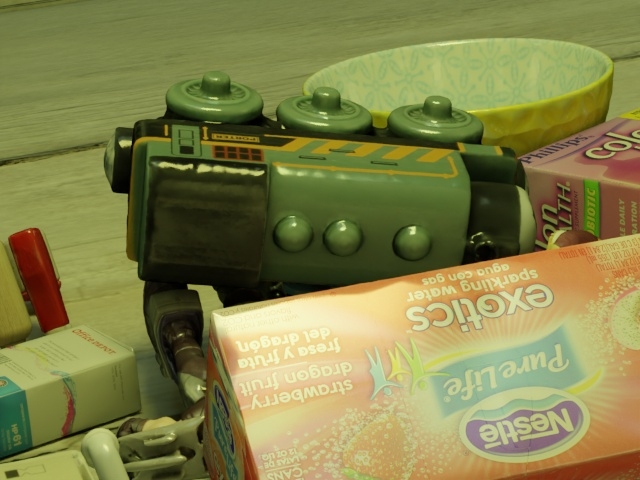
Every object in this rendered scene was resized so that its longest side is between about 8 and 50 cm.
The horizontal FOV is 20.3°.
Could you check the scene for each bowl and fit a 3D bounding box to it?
[{"bbox_3d":[0.132,-0.083,1.668,0.289,0.156,0.289,-5,18,2],"label":"bowl"}]

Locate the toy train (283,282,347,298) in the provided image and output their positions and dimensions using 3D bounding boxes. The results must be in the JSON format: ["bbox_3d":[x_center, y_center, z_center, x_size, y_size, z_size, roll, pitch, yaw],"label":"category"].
[{"bbox_3d":[0.041,0.068,1.369,0.105,0.080,0.184,-8,17,-26],"label":"toy train"}]

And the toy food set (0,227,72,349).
[{"bbox_3d":[-0.275,0.055,1.523,0.111,0.104,0.232,-19,0,1],"label":"toy food set"}]

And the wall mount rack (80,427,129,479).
[{"bbox_3d":[-0.181,0.204,0.902,0.350,0.130,0.304,-21,-17,-11],"label":"wall mount rack"}]

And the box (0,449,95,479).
[{"bbox_3d":[-0.140,0.222,0.699,0.148,0.232,0.127,-11,22,-15],"label":"box"}]

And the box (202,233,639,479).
[{"bbox_3d":[0.093,0.110,1.026,0.300,0.154,0.142,-9,54,-13],"label":"box"}]

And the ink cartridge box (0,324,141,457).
[{"bbox_3d":[-0.209,0.112,1.347,0.122,0.052,0.088,-18,22,-30],"label":"ink cartridge box"}]

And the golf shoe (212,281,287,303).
[{"bbox_3d":[0.000,0.000,1.535,0.198,0.077,0.094,-23,2,2],"label":"golf shoe"}]

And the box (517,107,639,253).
[{"bbox_3d":[0.315,-0.022,1.493,0.213,0.117,0.243,-22,24,-41],"label":"box"}]

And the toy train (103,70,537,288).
[{"bbox_3d":[0.001,-0.032,1.353,0.334,0.142,0.190,5,23,-7],"label":"toy train"}]

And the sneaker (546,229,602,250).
[{"bbox_3d":[0.224,0.041,1.288,0.084,0.070,0.185,6,-14,34],"label":"sneaker"}]

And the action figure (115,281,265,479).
[{"bbox_3d":[-0.059,0.112,1.245,0.185,0.099,0.285,-1,21,-9],"label":"action figure"}]
